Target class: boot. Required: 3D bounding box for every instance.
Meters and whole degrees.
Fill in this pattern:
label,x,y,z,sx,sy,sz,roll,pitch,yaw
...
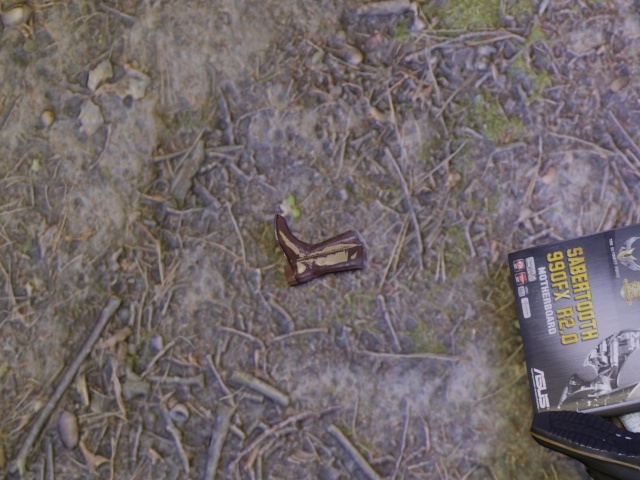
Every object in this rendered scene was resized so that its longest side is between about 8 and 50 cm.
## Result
label,x,y,z,sx,sy,sz,roll,pitch,yaw
boot,0.000,0.000,2.102,0.114,0.037,0.106,-18,83,14
boot,0.340,0.292,1.870,0.197,0.077,0.137,17,119,15

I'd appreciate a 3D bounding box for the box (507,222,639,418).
label,x,y,z,sx,sy,sz,roll,pitch,yaw
box,0.344,0.108,1.944,0.183,0.056,0.231,-13,65,16

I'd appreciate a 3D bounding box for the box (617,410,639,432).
label,x,y,z,sx,sy,sz,roll,pitch,yaw
box,0.439,0.202,1.924,0.137,0.027,0.094,-33,67,5
